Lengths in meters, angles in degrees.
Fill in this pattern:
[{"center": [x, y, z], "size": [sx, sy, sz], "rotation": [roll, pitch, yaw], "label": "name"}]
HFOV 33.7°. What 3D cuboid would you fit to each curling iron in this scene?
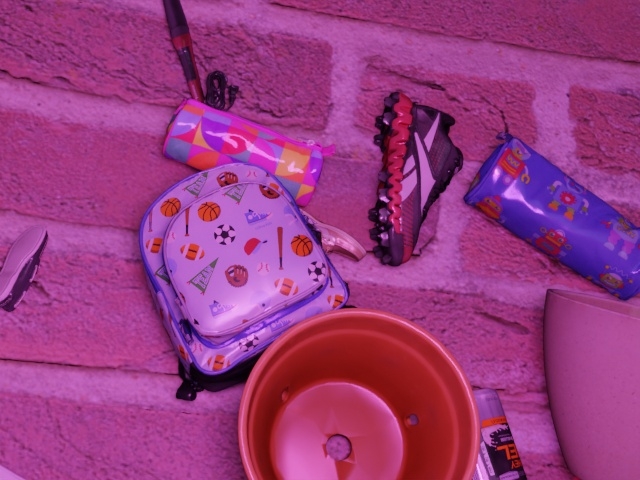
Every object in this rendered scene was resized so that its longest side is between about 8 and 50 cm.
[{"center": [-0.197, -0.305, 1.596], "size": [0.068, 0.035, 0.274], "rotation": [-19, 75, -23], "label": "curling iron"}]

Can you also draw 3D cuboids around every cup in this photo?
[{"center": [0.444, 0.218, 1.423], "size": [0.331, 0.331, 0.236], "rotation": [12, 93, -9], "label": "cup"}]

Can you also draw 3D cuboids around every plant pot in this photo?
[{"center": [0.034, 0.251, 1.336], "size": [0.291, 0.203, 0.290], "rotation": [3, 71, -7], "label": "plant pot"}]

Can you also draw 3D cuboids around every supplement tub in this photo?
[{"center": [0.210, 0.303, 1.414], "size": [0.117, 0.117, 0.190], "rotation": [-12, 73, -17], "label": "supplement tub"}]

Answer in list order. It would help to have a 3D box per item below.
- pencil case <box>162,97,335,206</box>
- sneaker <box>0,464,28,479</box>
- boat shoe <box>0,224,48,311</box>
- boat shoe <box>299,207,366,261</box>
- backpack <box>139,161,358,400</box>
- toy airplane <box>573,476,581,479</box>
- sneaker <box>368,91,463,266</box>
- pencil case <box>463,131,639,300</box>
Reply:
[{"center": [-0.105, -0.130, 1.515], "size": [0.236, 0.104, 0.104], "rotation": [17, 67, -7], "label": "pencil case"}, {"center": [-0.390, 0.354, 1.266], "size": [0.296, 0.104, 0.146], "rotation": [28, 67, 5], "label": "sneaker"}, {"center": [-0.398, 0.037, 1.416], "size": [0.046, 0.038, 0.125], "rotation": [1, 55, 32], "label": "boat shoe"}, {"center": [0.000, 0.000, 1.521], "size": [0.135, 0.050, 0.045], "rotation": [27, 69, 9], "label": "boat shoe"}, {"center": [-0.117, 0.034, 1.401], "size": [0.277, 0.213, 0.263], "rotation": [-25, 67, -18], "label": "backpack"}, {"center": [0.389, 0.391, 1.471], "size": [0.151, 0.028, 0.151], "rotation": [5, 67, -12], "label": "toy airplane"}, {"center": [0.144, -0.088, 1.558], "size": [0.135, 0.097, 0.276], "rotation": [10, 66, -7], "label": "sneaker"}, {"center": [0.365, -0.037, 1.581], "size": [0.306, 0.119, 0.133], "rotation": [33, 55, 1], "label": "pencil case"}]
